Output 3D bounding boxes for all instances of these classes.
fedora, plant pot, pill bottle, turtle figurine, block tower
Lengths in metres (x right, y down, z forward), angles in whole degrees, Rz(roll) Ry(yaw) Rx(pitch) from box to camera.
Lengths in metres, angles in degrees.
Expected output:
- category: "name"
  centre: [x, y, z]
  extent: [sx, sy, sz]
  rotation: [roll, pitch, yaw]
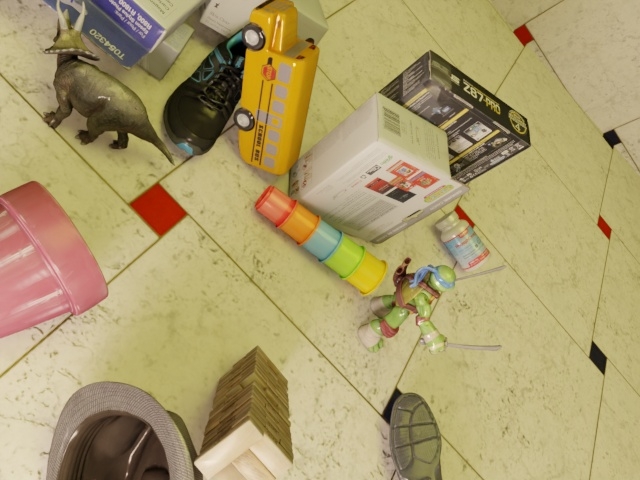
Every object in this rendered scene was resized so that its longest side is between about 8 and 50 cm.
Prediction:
- category: "fedora"
  centre: [-0.245, 0.327, 0.772]
  extent: [0.124, 0.244, 0.275]
  rotation: [19, 67, -66]
- category: "plant pot"
  centre: [-0.427, 0.044, 0.786]
  extent: [0.180, 0.201, 0.201]
  rotation: [-35, 91, -30]
- category: "pill bottle"
  centre: [0.386, 0.001, 1.556]
  extent: [0.160, 0.087, 0.087]
  rotation: [52, 45, -4]
- category: "turtle figurine"
  centre: [0.229, 0.160, 1.207]
  extent: [0.275, 0.266, 0.197]
  rotation: [13, 59, -34]
- category: "block tower"
  centre: [-0.105, 0.264, 0.861]
  extent: [0.097, 0.091, 0.335]
  rotation: [50, 0, -5]

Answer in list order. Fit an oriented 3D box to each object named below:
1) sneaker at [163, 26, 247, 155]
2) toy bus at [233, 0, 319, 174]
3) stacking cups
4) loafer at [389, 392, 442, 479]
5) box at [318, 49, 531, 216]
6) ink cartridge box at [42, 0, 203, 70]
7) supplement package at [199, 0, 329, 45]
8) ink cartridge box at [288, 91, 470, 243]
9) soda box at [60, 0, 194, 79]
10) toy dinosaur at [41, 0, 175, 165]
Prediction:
- category: "sneaker"
  centre: [-0.221, -0.325, 1.190]
  extent: [0.125, 0.140, 0.340]
  rotation: [33, 51, -25]
- category: "toy bus"
  centre: [-0.091, -0.307, 1.160]
  extent: [0.130, 0.332, 0.108]
  rotation: [24, 42, 11]
- category: "stacking cups"
  centre: [0.000, 0.000, 1.229]
  extent: [0.316, 0.096, 0.096]
  rotation: [35, 49, -19]
- category: "loafer"
  centre: [0.196, 0.468, 1.152]
  extent: [0.109, 0.095, 0.302]
  rotation: [-5, 62, -10]
- category: "box"
  centre: [0.227, -0.220, 1.329]
  extent: [0.318, 0.395, 0.097]
  rotation: [22, 56, -29]
- category: "ink cartridge box"
  centre: [-0.395, -0.523, 1.067]
  extent: [0.324, 0.071, 0.330]
  rotation: [39, 45, -17]
- category: "supplement package"
  centre: [-0.137, -0.553, 1.348]
  extent: [0.262, 0.145, 0.204]
  rotation: [21, 37, -29]
- category: "ink cartridge box"
  centre: [0.124, -0.138, 1.256]
  extent: [0.272, 0.309, 0.130]
  rotation: [21, 54, -31]
- category: "soda box"
  centre: [-0.407, -0.457, 1.135]
  extent: [0.286, 0.098, 0.091]
  rotation: [34, 48, -22]
- category: "toy dinosaur"
  centre: [-0.381, -0.237, 0.989]
  extent: [0.313, 0.160, 0.121]
  rotation: [48, 47, -11]
